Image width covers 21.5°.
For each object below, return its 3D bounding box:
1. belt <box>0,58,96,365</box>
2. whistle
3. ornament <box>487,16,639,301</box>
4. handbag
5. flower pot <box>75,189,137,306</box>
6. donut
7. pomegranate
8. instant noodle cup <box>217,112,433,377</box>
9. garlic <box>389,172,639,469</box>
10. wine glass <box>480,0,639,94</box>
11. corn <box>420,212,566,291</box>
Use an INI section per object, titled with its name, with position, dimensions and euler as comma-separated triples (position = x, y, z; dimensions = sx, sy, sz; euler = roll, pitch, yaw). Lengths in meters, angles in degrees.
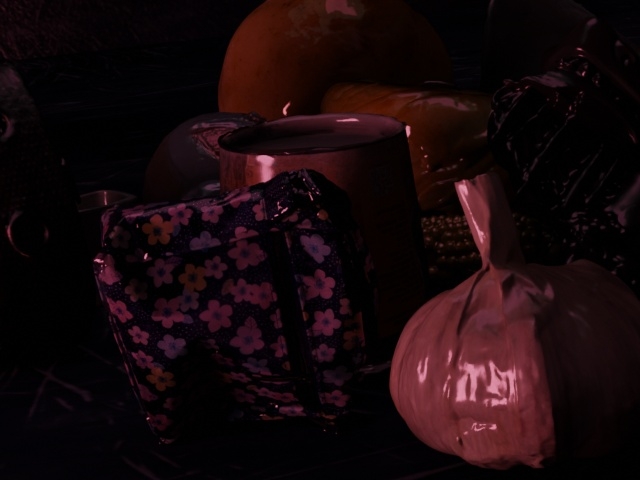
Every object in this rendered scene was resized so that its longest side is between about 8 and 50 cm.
[belt]
position = -0.305, -0.028, 1.602
dimensions = 0.164, 0.289, 0.184
euler = -14, -7, -30
[whistle]
position = -0.100, -0.023, 1.738
dimensions = 0.189, 0.189, 0.348
euler = -4, 29, 7
[ornament]
position = 0.256, -0.056, 1.597
dimensions = 0.260, 0.251, 0.106
euler = -46, 2, -38
[handbag]
position = -0.059, 0.047, 1.316
dimensions = 0.208, 0.228, 0.126
euler = -10, 33, 4
[flower pot]
position = -0.301, 0.019, 1.767
dimensions = 0.229, 0.108, 0.103
euler = -10, 15, -19
[donut]
position = 0.151, -0.087, 1.840
dimensions = 0.360, 0.170, 0.360
euler = 6, 6, -1
[pomegranate]
position = 0.021, -0.192, 2.095
dimensions = 0.307, 0.307, 0.307
euler = -5, 14, 1
[instant noodle cup]
position = 0.000, 0.000, 1.524
dimensions = 0.218, 0.207, 0.217
euler = -4, 15, 1
[garlic]
position = 0.146, 0.053, 1.254
dimensions = 0.219, 0.212, 0.218
euler = -11, 11, 2
[wine glass]
position = 0.436, -0.236, 2.211
dimensions = 0.406, 0.267, 0.267
euler = 3, 17, 20
[corn]
position = 0.099, 0.017, 1.672
dimensions = 0.288, 0.086, 0.086
euler = -3, 14, 21
